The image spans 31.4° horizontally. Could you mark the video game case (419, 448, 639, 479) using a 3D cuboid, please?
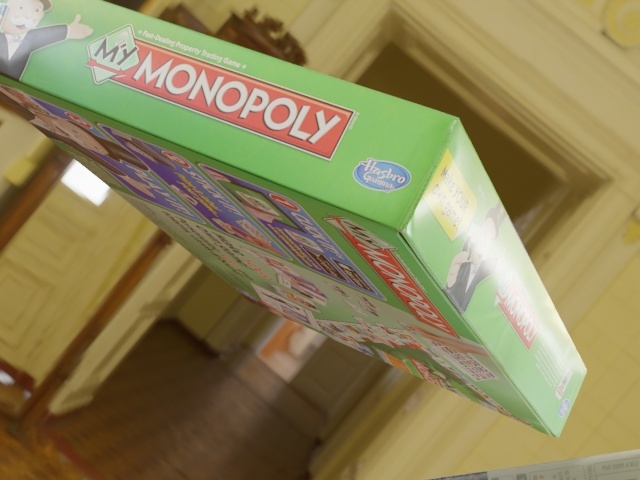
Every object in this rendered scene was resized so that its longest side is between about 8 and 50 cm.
[{"bbox_3d":[0.070,0.186,0.454,0.022,0.173,0.190,61,22,-55],"label":"video game case"}]

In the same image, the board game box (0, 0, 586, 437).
[{"bbox_3d":[0.000,0.000,0.537,0.213,0.046,0.317,21,-12,26],"label":"board game box"}]
